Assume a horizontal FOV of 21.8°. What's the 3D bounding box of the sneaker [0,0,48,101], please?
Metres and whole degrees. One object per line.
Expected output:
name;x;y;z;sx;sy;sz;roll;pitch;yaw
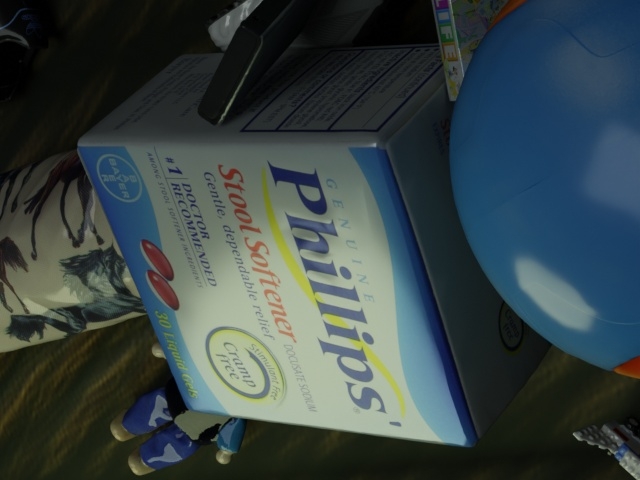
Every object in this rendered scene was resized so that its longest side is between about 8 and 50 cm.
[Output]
sneaker;-0.343;-0.155;1.581;0.232;0.081;0.090;-43;69;36

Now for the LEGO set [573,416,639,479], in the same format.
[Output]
LEGO set;0.293;0.216;1.226;0.244;0.060;0.182;-11;93;39

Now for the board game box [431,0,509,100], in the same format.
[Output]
board game box;0.152;-0.163;1.158;0.026;0.154;0.103;7;111;64

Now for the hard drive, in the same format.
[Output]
hard drive;-0.036;-0.152;1.196;0.022;0.135;0.094;34;135;2

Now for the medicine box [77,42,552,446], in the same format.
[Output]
medicine box;0.000;0.000;1.276;0.289;0.149;0.263;3;124;37

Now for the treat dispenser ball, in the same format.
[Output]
treat dispenser ball;0.225;-0.055;1.032;0.288;0.288;0.288;12;110;34

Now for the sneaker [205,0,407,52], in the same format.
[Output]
sneaker;0.030;-0.185;1.289;0.271;0.100;0.108;-27;96;45

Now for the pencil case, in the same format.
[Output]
pencil case;-0.250;0.000;1.500;0.410;0.160;0.183;-16;51;37

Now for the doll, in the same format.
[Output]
doll;-0.120;0.150;1.525;0.189;0.046;0.129;-32;85;39
